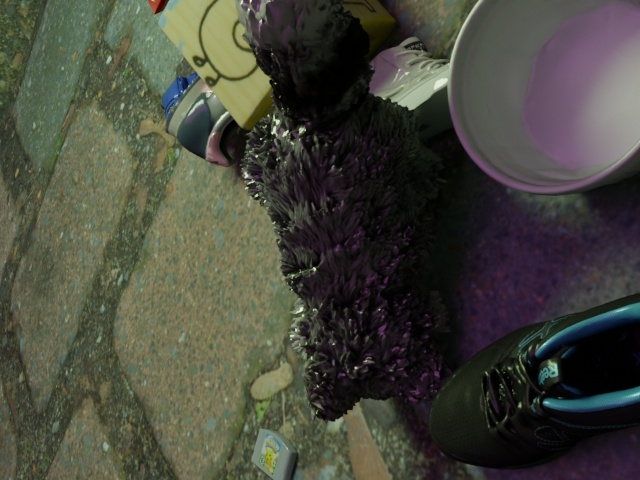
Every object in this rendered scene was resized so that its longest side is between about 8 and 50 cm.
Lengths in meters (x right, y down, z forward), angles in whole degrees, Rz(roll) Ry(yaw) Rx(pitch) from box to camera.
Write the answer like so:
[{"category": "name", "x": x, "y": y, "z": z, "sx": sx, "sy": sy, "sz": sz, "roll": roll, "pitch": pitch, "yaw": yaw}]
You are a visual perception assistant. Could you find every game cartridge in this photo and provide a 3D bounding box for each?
[{"category": "game cartridge", "x": -0.063, "y": 0.290, "z": 1.032, "sx": 0.083, "sy": 0.017, "sz": 0.056, "roll": 17, "pitch": 89, "yaw": 53}]

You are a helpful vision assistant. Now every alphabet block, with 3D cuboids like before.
[{"category": "alphabet block", "x": -0.056, "y": -0.285, "z": 0.998, "sx": 0.197, "sy": 0.193, "sz": 0.192, "roll": 50, "pitch": 125, "yaw": 13}]

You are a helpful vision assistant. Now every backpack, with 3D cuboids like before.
[{"category": "backpack", "x": -0.217, "y": -0.217, "z": 1.319, "sx": 0.098, "sy": 0.101, "sz": 0.120, "roll": -46, "pitch": 52, "yaw": 43}]

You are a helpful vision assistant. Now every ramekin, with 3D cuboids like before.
[{"category": "ramekin", "x": 0.228, "y": -0.141, "z": 0.676, "sx": 0.207, "sy": 0.109, "sz": 0.207, "roll": -1, "pitch": 88, "yaw": 42}]

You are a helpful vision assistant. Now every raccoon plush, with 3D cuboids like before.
[{"category": "raccoon plush", "x": 0.000, "y": 0.000, "z": 0.743, "sx": 0.216, "sy": 0.446, "sz": 0.299, "roll": -16, "pitch": 63, "yaw": 21}]

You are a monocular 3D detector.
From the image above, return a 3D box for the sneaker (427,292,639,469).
[{"category": "sneaker", "x": 0.198, "y": 0.113, "z": 0.643, "sx": 0.341, "sy": 0.140, "sz": 0.125, "roll": -36, "pitch": 56, "yaw": 43}]

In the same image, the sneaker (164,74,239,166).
[{"category": "sneaker", "x": -0.103, "y": -0.259, "z": 1.201, "sx": 0.131, "sy": 0.112, "sz": 0.319, "roll": 40, "pitch": 103, "yaw": 3}]

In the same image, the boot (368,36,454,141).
[{"category": "boot", "x": 0.117, "y": -0.188, "z": 0.877, "sx": 0.258, "sy": 0.095, "sz": 0.123, "roll": -24, "pitch": 63, "yaw": 45}]

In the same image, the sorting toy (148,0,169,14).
[{"category": "sorting toy", "x": -0.196, "y": -0.442, "z": 1.218, "sx": 0.255, "sy": 0.089, "sz": 0.257, "roll": 46, "pitch": 136, "yaw": 3}]
